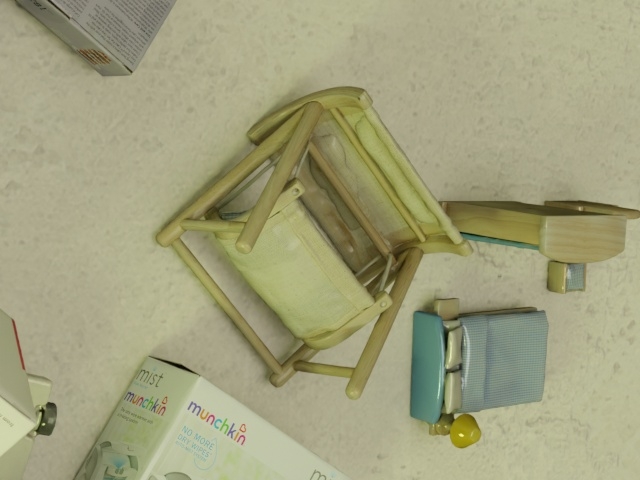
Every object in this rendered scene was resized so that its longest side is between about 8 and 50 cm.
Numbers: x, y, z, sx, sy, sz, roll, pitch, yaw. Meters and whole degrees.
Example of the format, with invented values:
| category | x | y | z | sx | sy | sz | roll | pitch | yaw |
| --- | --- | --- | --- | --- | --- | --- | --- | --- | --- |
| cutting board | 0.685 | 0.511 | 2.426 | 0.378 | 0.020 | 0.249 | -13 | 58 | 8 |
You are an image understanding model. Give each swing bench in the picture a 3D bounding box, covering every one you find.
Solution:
| category | x | y | z | sx | sy | sz | roll | pitch | yaw |
| --- | --- | --- | --- | --- | --- | --- | --- | --- | --- |
| swing bench | 0.000 | 0.000 | 1.899 | 0.255 | 0.165 | 0.253 | -51 | 122 | -26 |

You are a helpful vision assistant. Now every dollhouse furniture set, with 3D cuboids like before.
| category | x | y | z | sx | sy | sz | roll | pitch | yaw |
| --- | --- | --- | --- | --- | --- | --- | --- | --- | --- |
| dollhouse furniture set | 0.288 | 0.108 | 2.103 | 0.286 | 0.198 | 0.304 | -1 | 98 | -36 |

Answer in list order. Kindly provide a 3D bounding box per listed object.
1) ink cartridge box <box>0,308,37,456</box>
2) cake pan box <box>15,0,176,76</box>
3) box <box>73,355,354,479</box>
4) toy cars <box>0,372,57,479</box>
| category | x | y | z | sx | sy | sz | roll | pitch | yaw |
| --- | --- | --- | --- | --- | --- | --- | --- | --- | --- |
| ink cartridge box | -0.410 | 0.174 | 1.527 | 0.283 | 0.207 | 0.117 | -41 | 120 | 5 |
| cake pan box | -0.239 | -0.341 | 1.713 | 0.267 | 0.070 | 0.246 | 40 | 65 | -34 |
| box | -0.132 | 0.295 | 1.865 | 0.262 | 0.126 | 0.231 | 39 | 75 | -33 |
| toy cars | -0.376 | 0.117 | 1.676 | 0.176 | 0.087 | 0.394 | -24 | 115 | -3 |
